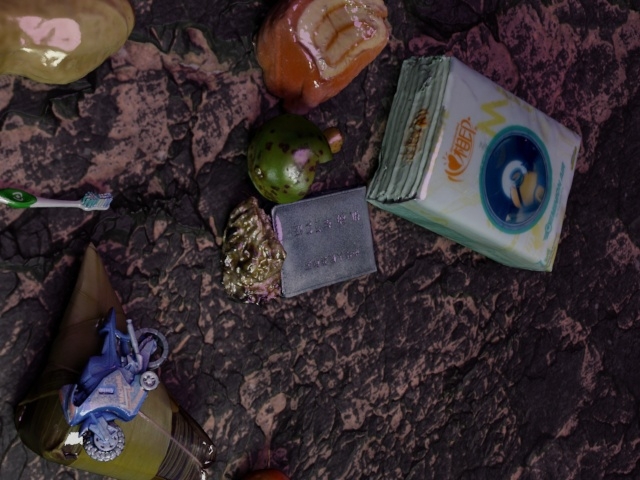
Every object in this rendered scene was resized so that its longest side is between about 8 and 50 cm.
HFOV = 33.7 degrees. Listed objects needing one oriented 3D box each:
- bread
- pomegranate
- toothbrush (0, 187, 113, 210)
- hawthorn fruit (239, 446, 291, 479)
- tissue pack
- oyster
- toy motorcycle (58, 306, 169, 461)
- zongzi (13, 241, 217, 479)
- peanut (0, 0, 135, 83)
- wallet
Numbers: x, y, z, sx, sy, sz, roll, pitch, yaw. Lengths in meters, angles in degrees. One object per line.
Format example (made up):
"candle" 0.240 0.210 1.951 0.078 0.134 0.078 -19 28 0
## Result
"bread" 0.009 -0.344 1.758 0.244 0.123 0.190 -45 114 -27
"pomegranate" -0.045 -0.149 1.713 0.169 0.143 0.122 -44 115 -16
"toothbrush" -0.441 -0.059 1.507 0.303 0.030 0.030 1 92 -34
"hawthorn fruit" -0.088 0.430 1.728 0.125 0.125 0.140 59 32 -22
"tissue pack" 0.291 -0.135 1.939 0.388 0.162 0.288 22 77 -37
"oyster" -0.108 0.017 1.715 0.105 0.056 0.177 5 96 -6
"toy motorcycle" -0.285 0.194 1.432 0.114 0.076 0.205 28 57 -9
"zongzi" -0.266 0.195 1.571 0.289 0.154 0.318 25 73 -36
"peanut" -0.396 -0.284 1.459 0.318 0.147 0.148 -18 103 -36
"wallet" 0.002 0.000 1.819 0.222 0.036 0.167 -13 100 -35
